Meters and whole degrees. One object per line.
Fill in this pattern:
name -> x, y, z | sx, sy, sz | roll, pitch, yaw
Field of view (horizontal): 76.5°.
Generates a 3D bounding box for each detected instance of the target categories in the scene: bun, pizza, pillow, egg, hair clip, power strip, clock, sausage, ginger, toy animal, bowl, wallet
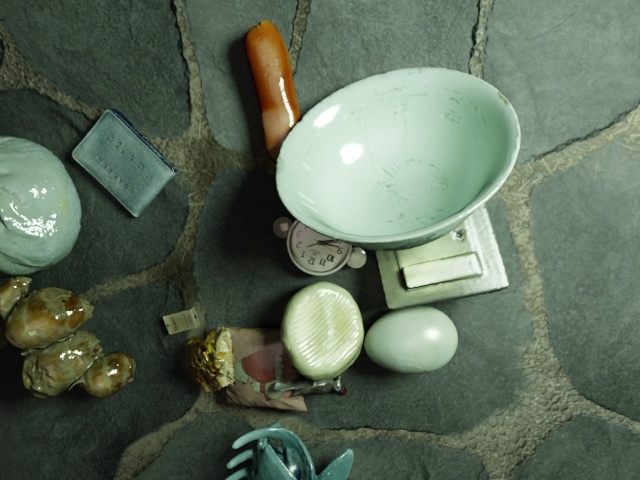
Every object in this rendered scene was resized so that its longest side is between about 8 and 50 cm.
bun -> -0.003, 0.209, 0.951 | 0.223, 0.127, 0.222 | 3, 79, -19
pizza -> -0.270, 0.296, 0.985 | 0.226, 0.069, 0.147 | -28, 80, 49
pillow -> -0.146, 0.321, 1.023 | 0.224, 0.084, 0.236 | -3, 103, 7
egg -> 0.203, 0.227, 0.924 | 0.209, 0.151, 0.151 | -15, 99, 13
hair clip -> -0.104, 0.634, 0.990 | 0.239, 0.392, 0.318 | 23, 106, 30
power strip -> 0.248, 0.012, 0.896 | 0.257, 0.092, 0.251 | -12, 71, 10
clock -> 0.000, 0.000, 0.951 | 0.229, 0.063, 0.155 | 21, 101, 0
sausage -> -0.097, -0.315, 0.887 | 0.089, 0.083, 0.299 | -10, 103, 3
ginger -> -0.655, 0.249, 1.020 | 0.256, 0.176, 0.375 | -20, 109, 6
toy animal -> -0.008, 0.348, 0.998 | 0.203, 0.070, 0.105 | 26, 96, -32
bun -> -0.767, -0.077, 0.957 | 0.362, 0.211, 0.361 | 1, 100, 7
bowl -> 0.146, -0.124, 0.802 | 0.435, 0.434, 0.196 | -16, 143, 10
wallet -> -0.478, -0.187, 0.985 | 0.167, 0.036, 0.222 | -43, 94, 13

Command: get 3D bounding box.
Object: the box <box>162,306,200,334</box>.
box -> -0.362, 0.209, 1.058 | 0.083, 0.024, 0.053 | -15, 99, 11

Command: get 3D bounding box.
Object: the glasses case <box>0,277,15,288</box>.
glasses case -> -0.779, 0.174, 1.058 | 0.072, 0.042, 0.190 | -4, 129, 14
